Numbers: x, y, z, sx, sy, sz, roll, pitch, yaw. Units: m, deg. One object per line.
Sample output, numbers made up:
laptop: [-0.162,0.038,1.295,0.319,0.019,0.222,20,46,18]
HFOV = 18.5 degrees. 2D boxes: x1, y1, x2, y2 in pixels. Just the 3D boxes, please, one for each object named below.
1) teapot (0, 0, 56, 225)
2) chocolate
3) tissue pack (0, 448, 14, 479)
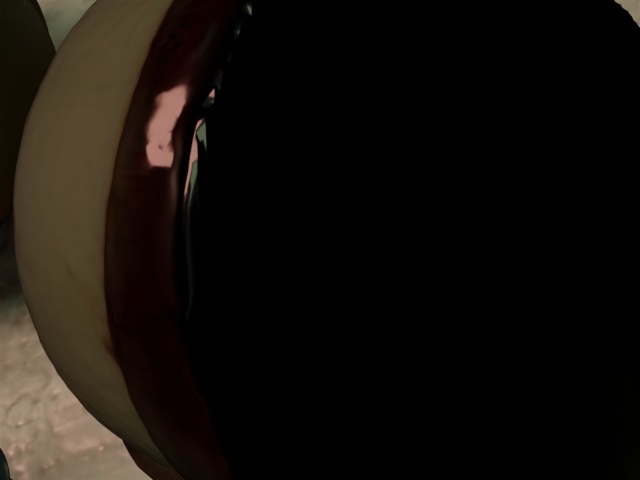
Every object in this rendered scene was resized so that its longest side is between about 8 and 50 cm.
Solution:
teapot: [-0.208,-0.087,1.026,0.268,0.185,0.175,16,39,8]
chocolate: [0.000,0.000,0.791,0.186,0.283,0.283,-7,59,49]
tissue pack: [-0.216,0.166,0.853,0.287,0.198,0.206,20,77,41]
